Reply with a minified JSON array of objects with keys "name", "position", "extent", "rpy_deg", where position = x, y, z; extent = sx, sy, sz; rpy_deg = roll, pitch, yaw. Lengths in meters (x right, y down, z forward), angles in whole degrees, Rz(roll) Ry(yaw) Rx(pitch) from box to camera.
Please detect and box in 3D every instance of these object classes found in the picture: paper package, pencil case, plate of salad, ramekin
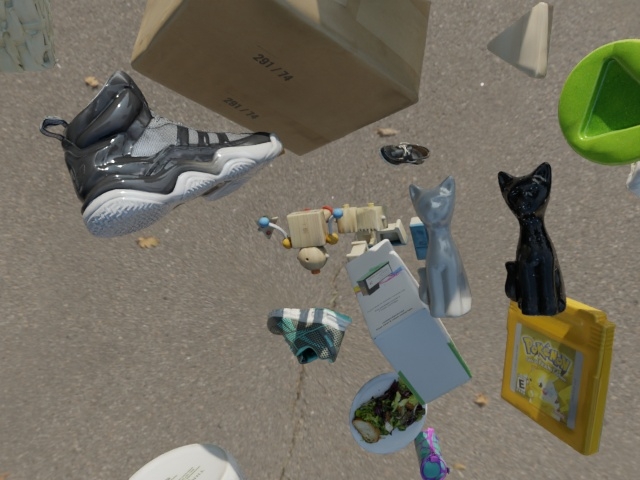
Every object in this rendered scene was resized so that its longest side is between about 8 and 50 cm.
[{"name":"paper package","position":[-0.059,-0.289,0.748],"extent":[0.325,0.310,0.168],"rpy_deg":[21,70,-34]},{"name":"pencil case","position":[0.259,0.506,1.245],"extent":[0.065,0.152,0.070],"rpy_deg":[12,95,3]},{"name":"plate of salad","position":[0.163,0.405,1.226],"extent":[0.200,0.048,0.199],"rpy_deg":[-2,95,-17]},{"name":"ramekin","position":[-0.255,0.498,0.985],"extent":[0.273,0.273,0.127],"rpy_deg":[-16,103,-4]}]

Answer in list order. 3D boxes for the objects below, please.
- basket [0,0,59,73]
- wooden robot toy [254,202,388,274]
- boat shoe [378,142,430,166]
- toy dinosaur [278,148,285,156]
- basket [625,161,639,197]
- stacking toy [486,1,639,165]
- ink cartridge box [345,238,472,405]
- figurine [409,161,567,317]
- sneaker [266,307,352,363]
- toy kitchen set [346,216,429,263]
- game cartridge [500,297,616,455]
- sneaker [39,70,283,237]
[{"name":"basket","position":[-0.212,-0.175,0.275],"extent":[0.114,0.167,0.103],"rpy_deg":[-11,69,-19]},{"name":"wooden robot toy","position":[0.000,0.000,0.643],"extent":[0.174,0.076,0.078],"rpy_deg":[-5,97,18]},{"name":"boat shoe","position":[0.162,-0.165,1.004],"extent":[0.125,0.038,0.046],"rpy_deg":[2,67,-42]},{"name":"toy dinosaur","position":[-0.091,-0.269,1.416],"extent":[0.212,0.112,0.064],"rpy_deg":[28,44,-37]},{"name":"basket","position":[0.653,-0.209,0.712],"extent":[0.329,0.331,0.266],"rpy_deg":[18,50,9]},{"name":"stacking toy","position":[0.368,-0.246,0.576],"extent":[0.131,0.279,0.308],"rpy_deg":[-9,56,-36]},{"name":"ink cartridge box","position":[0.167,0.153,1.062],"extent":[0.117,0.278,0.201],"rpy_deg":[-33,116,8]},{"name":"figurine","position":[0.238,0.001,0.778],"extent":[0.215,0.092,0.209],"rpy_deg":[-5,101,23]},{"name":"sneaker","position":[-0.028,0.138,0.757],"extent":[0.065,0.167,0.076],"rpy_deg":[24,69,-33]},{"name":"toy kitchen set","position":[0.197,0.037,1.431],"extent":[0.207,0.166,0.122],"rpy_deg":[-6,123,23]},{"name":"game cartridge","position":[0.545,0.287,1.248],"extent":[0.053,0.285,0.323],"rpy_deg":[-6,103,-21]},{"name":"sneaker","position":[-0.164,-0.116,0.592],"extent":[0.269,0.101,0.153],"rpy_deg":[-31,90,-44]}]
